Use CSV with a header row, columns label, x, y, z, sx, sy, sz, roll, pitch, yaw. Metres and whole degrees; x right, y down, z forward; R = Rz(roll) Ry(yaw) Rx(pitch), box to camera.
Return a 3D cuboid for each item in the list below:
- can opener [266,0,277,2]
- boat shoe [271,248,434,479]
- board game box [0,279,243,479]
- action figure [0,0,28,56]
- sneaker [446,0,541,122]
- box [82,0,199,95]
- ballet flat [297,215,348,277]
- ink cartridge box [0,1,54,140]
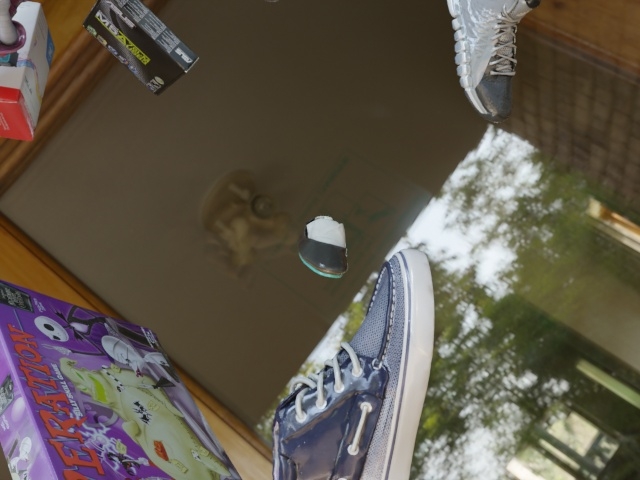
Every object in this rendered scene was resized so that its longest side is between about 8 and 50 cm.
label,x,y,z,sx,sy,sz,roll,pitch,yaw
can opener,0.040,-0.355,0.855,0.076,0.095,0.283,32,-44,-34
boat shoe,0.031,0.172,0.918,0.127,0.158,0.340,-151,68,-81
board game box,-0.174,0.165,0.672,0.208,0.347,0.056,22,-74,-44
action figure,-0.491,-0.355,1.129,0.370,0.248,0.275,-56,-9,-6
sneaker,0.260,-0.291,1.122,0.086,0.132,0.228,-14,-91,-39
box,-0.326,-0.358,1.412,0.191,0.184,0.045,44,-110,-19
ballet flat,0.000,0.000,1.570,0.280,0.095,0.096,-137,61,-76
ink cartridge box,-0.499,-0.254,1.266,0.134,0.078,0.230,114,162,-70
